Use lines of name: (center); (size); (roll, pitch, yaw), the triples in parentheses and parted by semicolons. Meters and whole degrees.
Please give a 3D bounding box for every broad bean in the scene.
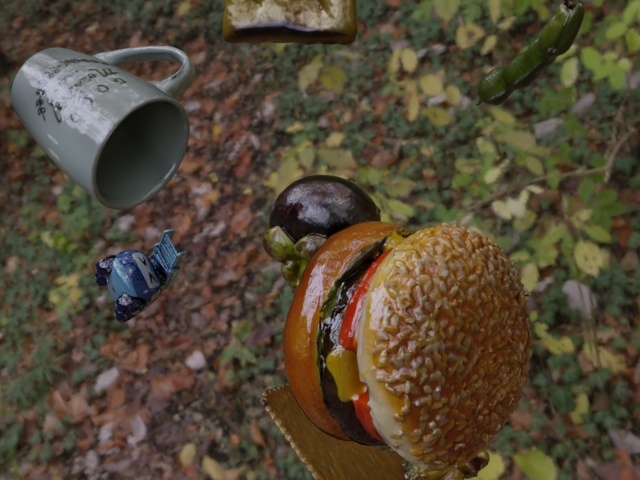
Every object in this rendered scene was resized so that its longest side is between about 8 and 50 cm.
broad bean: (0.264, -0.230, 1.165); (0.052, 0.053, 0.256); (-39, -3, -22)

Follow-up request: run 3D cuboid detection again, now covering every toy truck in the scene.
toy truck: (-0.176, 0.032, 0.897); (0.074, 0.063, 0.136); (-27, -6, -20)

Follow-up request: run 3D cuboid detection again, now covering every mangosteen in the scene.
mangosteen: (0.000, 0.000, 1.521); (0.192, 0.192, 0.217); (-9, 41, 29)

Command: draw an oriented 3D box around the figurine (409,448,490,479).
figurine: (0.213, 0.404, 1.578); (0.176, 0.121, 0.122); (-47, 25, -13)

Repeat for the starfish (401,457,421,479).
starfish: (0.139, 0.424, 1.766); (0.247, 0.138, 0.050); (-4, 30, 22)

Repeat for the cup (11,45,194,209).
cup: (-0.317, -0.210, 1.393); (0.234, 0.186, 0.258); (37, 75, 24)

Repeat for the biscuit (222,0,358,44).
biscuit: (-0.032, -0.329, 1.120); (0.174, 0.183, 0.039); (7, 4, 15)

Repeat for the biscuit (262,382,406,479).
biscuit: (0.032, 0.311, 1.445); (0.013, 0.237, 0.232); (-47, -20, 27)

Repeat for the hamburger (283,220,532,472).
hamburger: (0.127, 0.135, 1.241); (0.250, 0.330, 0.330); (12, 38, 45)
